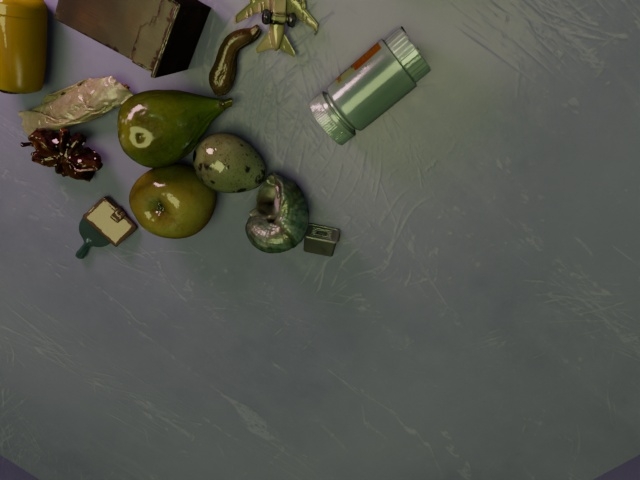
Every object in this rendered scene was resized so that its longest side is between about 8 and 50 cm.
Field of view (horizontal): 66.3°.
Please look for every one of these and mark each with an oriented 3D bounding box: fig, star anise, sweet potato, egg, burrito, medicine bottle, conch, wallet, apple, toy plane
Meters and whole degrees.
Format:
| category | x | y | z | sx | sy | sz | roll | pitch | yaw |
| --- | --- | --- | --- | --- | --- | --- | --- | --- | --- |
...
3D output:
| category | x | y | z | sx | sy | sz | roll | pitch | yaw |
| --- | --- | --- | --- | --- | --- | --- | --- | --- | --- |
| fig | -0.426 | -0.323 | 1.439 | 0.314 | 0.233 | 0.233 | 0 | 117 | -19 |
| star anise | -0.798 | -0.281 | 1.546 | 0.190 | 0.125 | 0.220 | -10 | 140 | 42 |
| sweet potato | -0.256 | -0.524 | 1.404 | 0.081 | 0.062 | 0.233 | 25 | 113 | -25 |
| egg | -0.270 | -0.228 | 1.478 | 0.228 | 0.177 | 0.177 | 15 | 117 | -22 |
| burrito | -0.758 | -0.416 | 1.509 | 0.392 | 0.076 | 0.117 | -16 | 110 | 15 |
| medicine bottle | 0.135 | -0.419 | 1.344 | 0.318 | 0.158 | 0.158 | -36 | 105 | 21 |
| conch | -0.143 | -0.061 | 1.546 | 0.220 | 0.195 | 0.277 | 48 | 141 | 21 |
| wallet | -0.714 | -0.066 | 1.674 | 0.118 | 0.039 | 0.152 | -38 | 108 | 5 |
| apple | -0.460 | -0.122 | 1.539 | 0.261 | 0.194 | 0.260 | 3 | 114 | 8 |
| toy plane | -0.114 | -0.628 | 1.318 | 0.229 | 0.092 | 0.244 | 0 | 115 | -14 |

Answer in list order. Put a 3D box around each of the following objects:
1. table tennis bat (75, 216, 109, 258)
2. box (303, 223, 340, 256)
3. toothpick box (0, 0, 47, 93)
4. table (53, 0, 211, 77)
| category | x | y | z | sx | sy | sz | roll | pitch | yaw |
| --- | --- | --- | --- | --- | --- | --- | --- | --- | --- |
| table tennis bat | -0.807 | -0.010 | 1.726 | 0.124 | 0.033 | 0.201 | 38 | 111 | -9 |
| box | 0.000 | 0.000 | 1.598 | 0.122 | 0.084 | 0.069 | 12 | 125 | 3 |
| toothpick box | -0.881 | -0.564 | 1.408 | 0.175 | 0.175 | 0.271 | 16 | 119 | 0 |
| table | -0.486 | -0.598 | 1.296 | 0.282 | 0.250 | 0.196 | 28 | 115 | -6 |
